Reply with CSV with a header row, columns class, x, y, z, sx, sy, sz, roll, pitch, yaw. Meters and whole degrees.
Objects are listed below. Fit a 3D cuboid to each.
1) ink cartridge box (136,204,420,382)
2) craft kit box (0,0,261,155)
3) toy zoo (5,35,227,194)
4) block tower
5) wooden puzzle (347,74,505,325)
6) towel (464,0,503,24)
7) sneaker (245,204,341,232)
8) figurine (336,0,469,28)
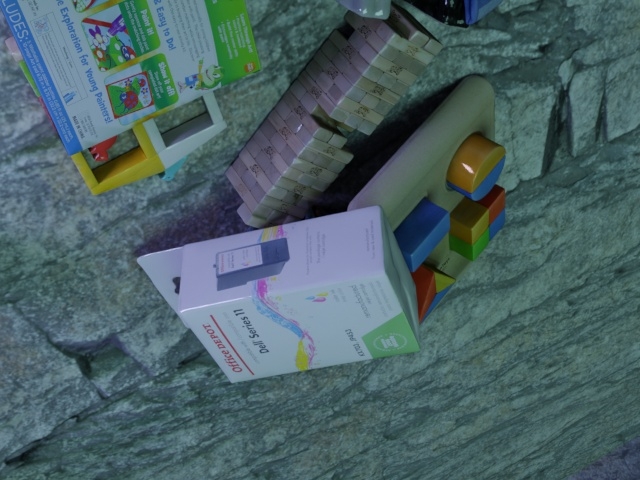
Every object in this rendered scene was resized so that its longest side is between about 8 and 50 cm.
class,x,y,z,sx,sy,sz,roll,pitch,yaw
ink cartridge box,-0.059,0.086,1.463,0.353,0.119,0.207,-11,142,14
craft kit box,-0.203,-0.240,1.141,0.246,0.061,0.250,-24,139,-10
toy zoo,-0.225,-0.167,1.273,0.192,0.030,0.293,-28,143,-9
block tower,0.007,-0.163,1.407,0.091,0.097,0.335,18,117,-47
wooden puzzle,0.185,-0.025,1.614,0.322,0.080,0.348,-47,146,-22
towel,0.265,-0.416,1.299,0.285,0.034,0.209,-42,147,-24
sneaker,0.000,0.000,1.572,0.262,0.104,0.125,-18,138,-21
figurine,0.121,-0.374,1.276,0.215,0.092,0.209,-2,125,-35
